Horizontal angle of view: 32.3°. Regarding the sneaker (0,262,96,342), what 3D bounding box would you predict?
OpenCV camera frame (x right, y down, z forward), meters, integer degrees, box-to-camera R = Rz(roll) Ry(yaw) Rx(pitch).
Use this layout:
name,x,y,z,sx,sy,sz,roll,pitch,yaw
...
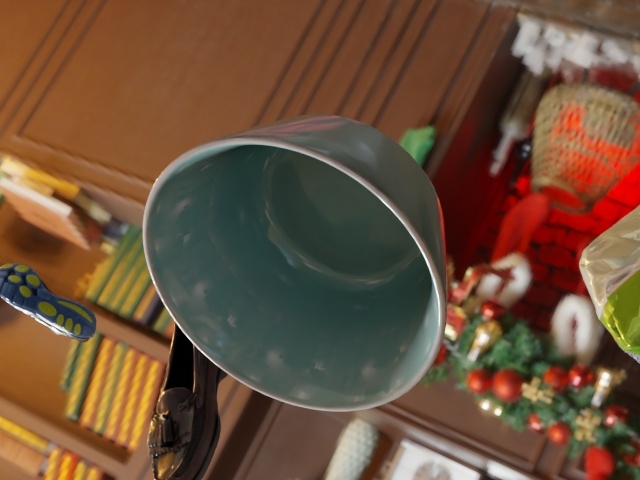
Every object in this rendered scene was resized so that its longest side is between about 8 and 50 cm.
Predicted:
name,x,y,z,sx,sy,sz,roll,pitch,yaw
sneaker,-0.430,0.103,1.712,0.188,0.067,0.078,31,151,8

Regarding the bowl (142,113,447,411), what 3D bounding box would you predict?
name,x,y,z,sx,sy,sz,roll,pitch,yaw
bowl,0.000,0.000,1.092,0.311,0.163,0.311,14,127,20

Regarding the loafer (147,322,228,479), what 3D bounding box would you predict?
name,x,y,z,sx,sy,sz,roll,pitch,yaw
loafer,-0.196,0.217,1.552,0.109,0.302,0.095,-23,127,29

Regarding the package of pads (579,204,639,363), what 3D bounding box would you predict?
name,x,y,z,sx,sy,sz,roll,pitch,yaw
package of pads,0.313,0.001,0.556,0.229,0.296,0.101,41,-165,-25
